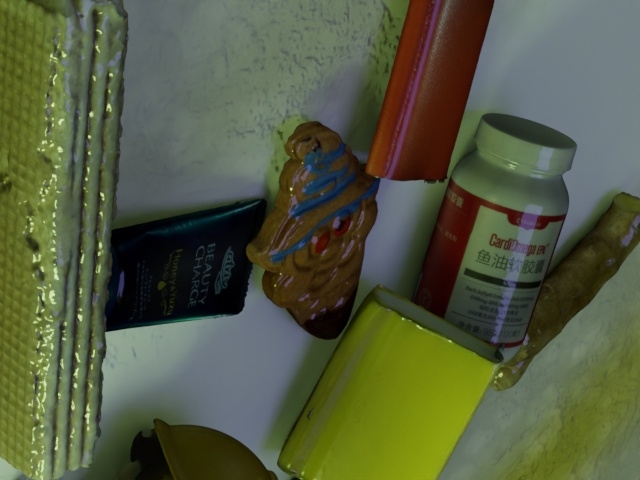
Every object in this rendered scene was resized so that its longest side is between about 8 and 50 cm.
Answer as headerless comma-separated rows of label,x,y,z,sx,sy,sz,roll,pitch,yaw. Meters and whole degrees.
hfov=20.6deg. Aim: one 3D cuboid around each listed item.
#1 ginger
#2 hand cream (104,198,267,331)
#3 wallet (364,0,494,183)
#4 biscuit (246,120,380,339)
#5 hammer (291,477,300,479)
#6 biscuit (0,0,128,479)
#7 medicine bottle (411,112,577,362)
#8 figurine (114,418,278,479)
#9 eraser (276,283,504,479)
ginger,0.293,0.055,2.094,0.299,0.065,0.118,-44,154,-19
hand cream,-0.144,0.028,1.589,0.270,0.061,0.120,-10,117,-55
wallet,0.110,-0.159,1.739,0.142,0.045,0.204,-4,112,-59
biscuit,0.000,0.000,1.734,0.183,0.043,0.280,-38,138,-31
hammer,-0.022,0.366,1.971,0.103,0.029,0.246,-46,142,-19
biscuit,-0.224,-0.016,1.386,0.078,0.144,0.426,-19,127,-40
medicine bottle,0.185,-0.001,1.877,0.131,0.131,0.250,-5,118,-48
figurine,-0.155,0.272,1.632,0.257,0.167,0.192,-22,102,-36
eraser,0.071,0.176,1.829,0.226,0.158,0.069,-62,-177,12
